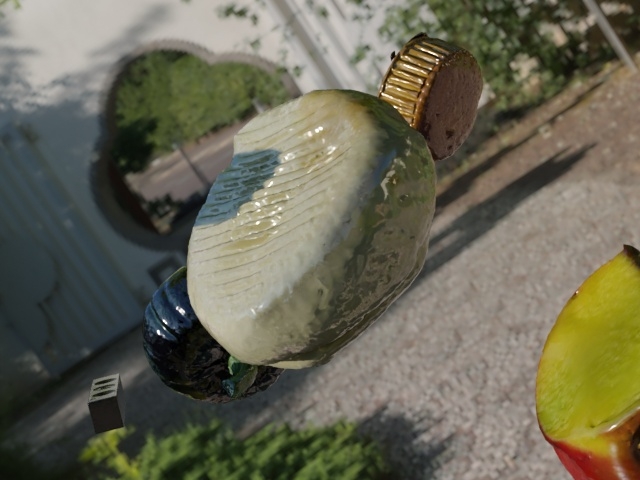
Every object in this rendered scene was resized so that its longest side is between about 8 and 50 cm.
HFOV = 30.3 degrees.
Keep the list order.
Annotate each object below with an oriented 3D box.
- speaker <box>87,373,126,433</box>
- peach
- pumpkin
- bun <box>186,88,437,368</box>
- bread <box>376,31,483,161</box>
[{"bbox_3d":[-0.290,0.221,1.611,0.040,0.046,0.191,-14,5,-8],"label":"speaker"},{"bbox_3d":[0.245,0.119,0.877,0.154,0.159,0.267,-42,14,10],"label":"peach"},{"bbox_3d":[-0.143,0.157,1.811,0.248,0.248,0.248,-34,6,4],"label":"pumpkin"},{"bbox_3d":[0.000,0.000,1.428,0.365,0.219,0.365,-34,38,32],"label":"bun"},{"bbox_3d":[0.175,-0.216,1.832,0.104,0.199,0.199,27,48,31],"label":"bread"}]
